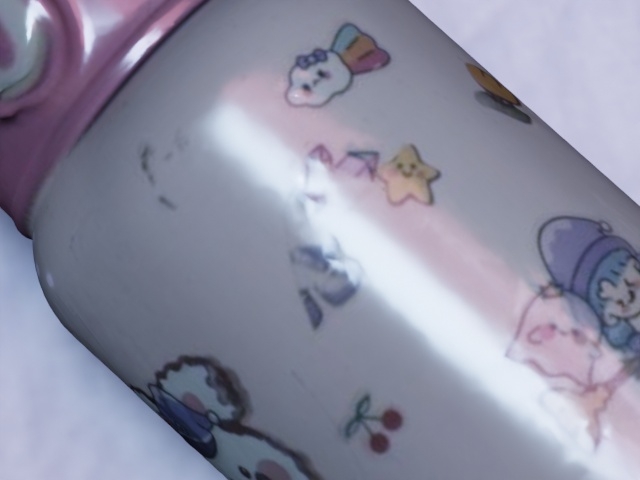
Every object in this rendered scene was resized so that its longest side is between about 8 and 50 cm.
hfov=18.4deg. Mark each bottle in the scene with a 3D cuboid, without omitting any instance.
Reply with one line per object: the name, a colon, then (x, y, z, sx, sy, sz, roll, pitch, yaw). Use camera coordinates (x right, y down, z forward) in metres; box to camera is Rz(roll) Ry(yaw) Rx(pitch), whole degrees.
bottle: (0.000, 0.000, 0.451, 0.233, 0.110, 0.110, 42, 63, 6)
